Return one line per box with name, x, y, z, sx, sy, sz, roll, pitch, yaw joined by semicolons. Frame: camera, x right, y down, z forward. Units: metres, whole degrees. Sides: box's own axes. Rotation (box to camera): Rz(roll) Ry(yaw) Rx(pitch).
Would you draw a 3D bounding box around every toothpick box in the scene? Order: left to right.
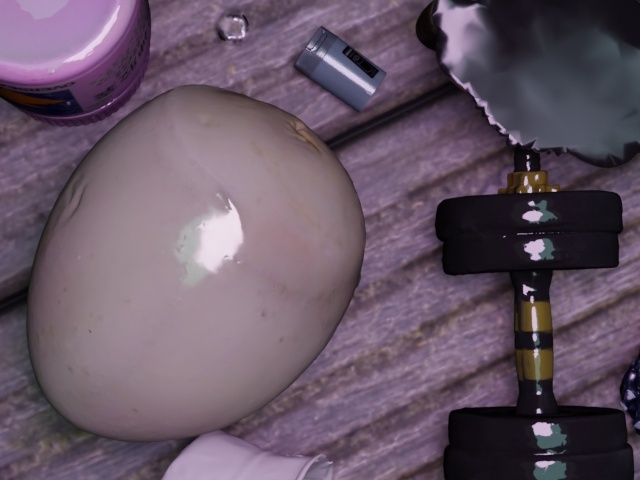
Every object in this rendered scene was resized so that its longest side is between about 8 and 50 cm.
toothpick box;0.020;-0.175;1.285;0.083;0.052;0.052;35;85;-4

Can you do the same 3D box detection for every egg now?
egg;-0.120;0.032;1.149;0.283;0.283;0.345;37;98;-2

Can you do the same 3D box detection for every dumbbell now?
dumbbell;0.207;0.098;1.224;0.185;0.185;0.389;-1;86;-5

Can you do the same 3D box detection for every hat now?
hat;-0.087;0.263;1.205;0.126;0.203;0.203;28;85;15

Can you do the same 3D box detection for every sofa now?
sofa;0.219;-0.175;1.243;0.258;0.200;0.182;29;96;-4

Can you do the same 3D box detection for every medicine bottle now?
medicine bottle;-0.245;-0.205;1.141;0.178;0.290;0.178;0;86;-5

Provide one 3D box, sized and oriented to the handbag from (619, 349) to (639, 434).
handbag;0.413;0.095;1.279;0.162;0.113;0.260;25;92;3
